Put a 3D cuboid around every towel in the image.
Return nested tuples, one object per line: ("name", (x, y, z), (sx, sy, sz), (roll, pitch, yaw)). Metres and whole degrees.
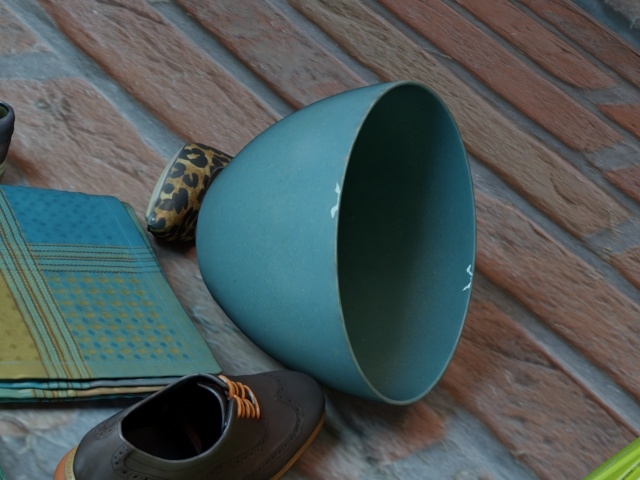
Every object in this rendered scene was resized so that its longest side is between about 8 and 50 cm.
("towel", (-0.293, 0.037, 1.033), (0.370, 0.040, 0.271), (3, 37, -35))

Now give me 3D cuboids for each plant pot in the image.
("plant pot", (0.000, 0.000, 1.146), (0.195, 0.290, 0.290), (2, 16, 29))

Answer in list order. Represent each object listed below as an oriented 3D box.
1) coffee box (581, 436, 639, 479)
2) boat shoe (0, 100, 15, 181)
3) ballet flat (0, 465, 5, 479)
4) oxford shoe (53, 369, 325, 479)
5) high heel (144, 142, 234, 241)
("coffee box", (0.229, 0.281, 0.662), (0.338, 0.337, 0.334), (-26, 70, -42))
("boat shoe", (-0.412, -0.107, 1.101), (0.285, 0.092, 0.103), (6, 36, -35))
("ballet flat", (-0.223, 0.215, 0.688), (0.147, 0.147, 0.409), (0, 39, -41))
("oxford shoe", (-0.075, 0.148, 0.962), (0.271, 0.098, 0.097), (-17, 63, -50))
("high heel", (-0.068, -0.029, 1.264), (0.186, 0.093, 0.261), (24, 19, 5))
